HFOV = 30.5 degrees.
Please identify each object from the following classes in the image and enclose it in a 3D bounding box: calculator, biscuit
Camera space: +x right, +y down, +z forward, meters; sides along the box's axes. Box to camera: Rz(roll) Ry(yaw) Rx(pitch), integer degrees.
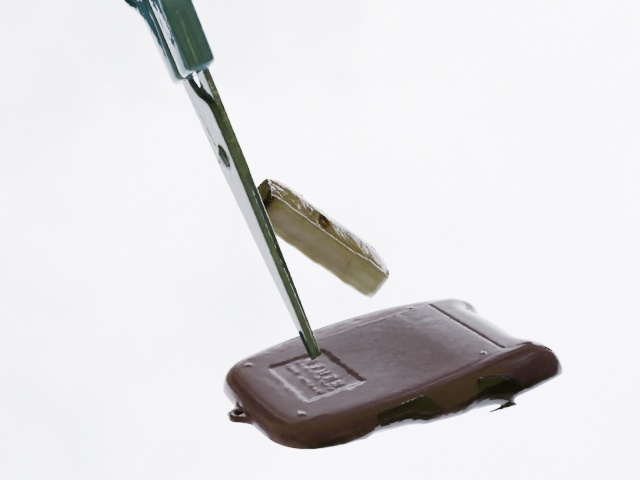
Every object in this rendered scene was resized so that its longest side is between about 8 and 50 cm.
[{"bbox_3d":[0.054,0.113,1.042,0.194,0.294,0.043,32,-49,58],"label":"calculator"},{"bbox_3d":[0.000,0.000,1.318,0.188,0.056,0.052,34,-74,-27],"label":"biscuit"}]

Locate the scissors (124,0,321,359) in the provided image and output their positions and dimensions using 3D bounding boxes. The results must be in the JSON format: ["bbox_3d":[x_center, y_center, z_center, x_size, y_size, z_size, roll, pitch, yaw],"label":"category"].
[{"bbox_3d":[-0.091,-0.107,0.961,0.029,0.192,0.447,-24,-86,-18],"label":"scissors"}]
